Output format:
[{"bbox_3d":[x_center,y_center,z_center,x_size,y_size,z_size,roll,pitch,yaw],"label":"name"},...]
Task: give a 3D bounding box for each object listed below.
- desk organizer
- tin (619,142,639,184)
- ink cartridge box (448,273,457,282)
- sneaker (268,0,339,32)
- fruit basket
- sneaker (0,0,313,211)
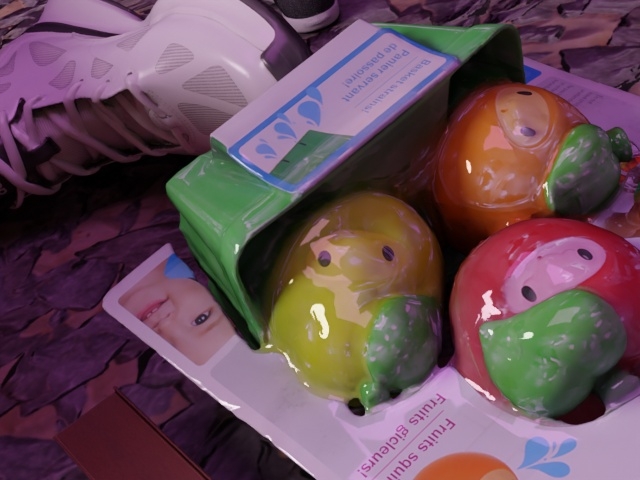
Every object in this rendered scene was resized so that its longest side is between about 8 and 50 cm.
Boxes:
[{"bbox_3d":[-0.104,0.145,0.670,0.050,0.047,0.130,-36,38,-20],"label":"desk organizer"},{"bbox_3d":[0.211,-0.007,0.743,0.106,0.040,0.189,-2,39,16],"label":"tin"},{"bbox_3d":[0.000,0.000,0.824,0.145,0.045,0.179,-26,38,-12],"label":"ink cartridge box"},{"bbox_3d":[-0.042,-0.316,1.207,0.079,0.121,0.217,-24,35,-9],"label":"sneaker"},{"bbox_3d":[0.094,0.005,0.624,0.327,0.165,0.353,-40,43,-21],"label":"fruit basket"},{"bbox_3d":[-0.189,-0.080,0.954,0.257,0.169,0.447,-47,35,-22],"label":"sneaker"}]
